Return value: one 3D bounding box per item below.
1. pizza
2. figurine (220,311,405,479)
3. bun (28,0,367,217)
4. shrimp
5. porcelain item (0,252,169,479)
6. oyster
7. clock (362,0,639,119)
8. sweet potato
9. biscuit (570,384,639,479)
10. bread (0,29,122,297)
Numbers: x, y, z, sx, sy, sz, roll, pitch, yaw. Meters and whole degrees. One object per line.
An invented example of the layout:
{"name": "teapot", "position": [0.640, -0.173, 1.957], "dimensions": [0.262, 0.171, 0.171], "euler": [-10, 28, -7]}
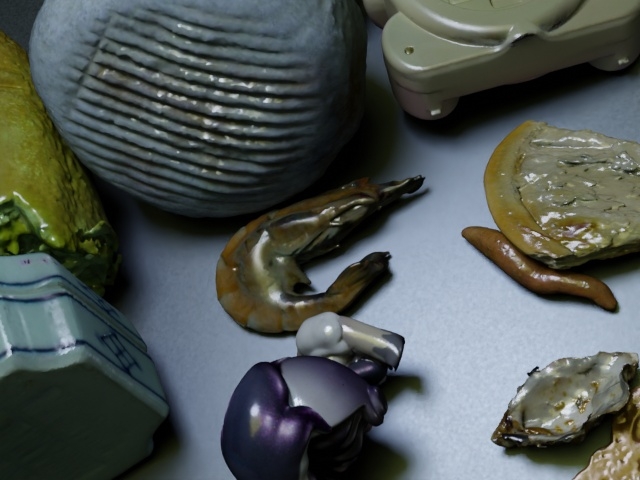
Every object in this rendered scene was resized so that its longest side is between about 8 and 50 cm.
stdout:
{"name": "pizza", "position": [0.287, -0.045, 1.162], "dimensions": [0.262, 0.034, 0.181], "euler": [5, 53, 20]}
{"name": "figurine", "position": [-0.011, 0.154, 1.096], "dimensions": [0.145, 0.145, 0.222], "euler": [2, 35, 22]}
{"name": "bun", "position": [-0.118, -0.190, 1.231], "dimensions": [0.362, 0.361, 0.211], "euler": [-4, 48, 19]}
{"name": "shrimp", "position": [0.002, 0.015, 1.248], "dimensions": [0.254, 0.059, 0.145], "euler": [-19, 63, 12]}
{"name": "porcelain item", "position": [-0.322, 0.158, 1.171], "dimensions": [0.281, 0.286, 0.157], "euler": [-33, 56, 5]}
{"name": "oyster", "position": [0.228, 0.157, 1.094], "dimensions": [0.148, 0.051, 0.103], "euler": [-18, 29, 23]}
{"name": "clock", "position": [0.184, -0.298, 1.283], "dimensions": [0.284, 0.114, 0.309], "euler": [-16, 58, 4]}
{"name": "sweet potato", "position": [0.211, 0.028, 1.174], "dimensions": [0.179, 0.044, 0.044], "euler": [29, 78, 31]}
{"name": "biscuit", "position": [0.316, 0.200, 1.052], "dimensions": [0.144, 0.040, 0.236], "euler": [36, 80, 24]}
{"name": "bread", "position": [-0.366, -0.071, 1.317], "dimensions": [0.208, 0.251, 0.376], "euler": [-29, 58, 3]}
